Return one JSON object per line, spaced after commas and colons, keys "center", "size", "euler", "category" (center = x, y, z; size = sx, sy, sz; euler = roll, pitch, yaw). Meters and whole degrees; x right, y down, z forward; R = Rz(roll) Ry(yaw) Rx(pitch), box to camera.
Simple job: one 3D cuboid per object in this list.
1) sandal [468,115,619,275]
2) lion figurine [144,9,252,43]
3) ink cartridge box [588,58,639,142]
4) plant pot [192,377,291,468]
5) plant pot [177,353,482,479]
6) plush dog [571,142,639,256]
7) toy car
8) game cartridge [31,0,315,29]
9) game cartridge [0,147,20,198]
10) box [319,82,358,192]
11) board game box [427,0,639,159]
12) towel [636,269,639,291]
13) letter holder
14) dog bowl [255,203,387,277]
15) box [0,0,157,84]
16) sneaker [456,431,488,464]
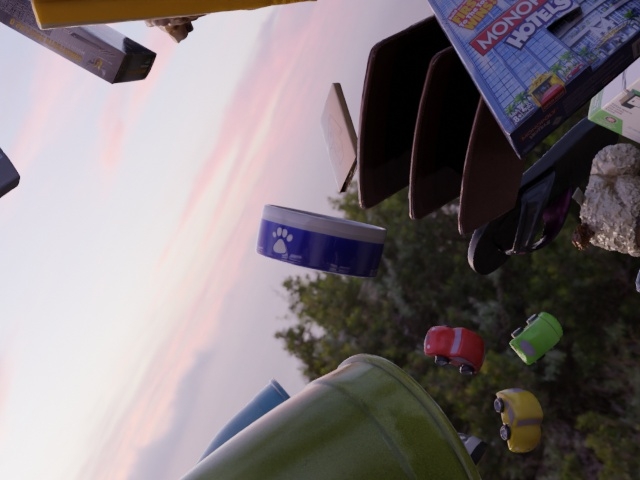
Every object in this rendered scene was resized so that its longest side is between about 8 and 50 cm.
{"center": [0.496, -0.083, 1.917], "size": [0.446, 0.167, 0.107], "euler": [-50, 47, 16], "category": "sandal"}
{"center": [-0.192, -0.492, 1.692], "size": [0.392, 0.240, 0.142], "euler": [6, 114, 61], "category": "lion figurine"}
{"center": [0.638, -0.279, 1.637], "size": [0.219, 0.160, 0.092], "euler": [128, 163, -69], "category": "ink cartridge box"}
{"center": [-0.100, 0.425, 1.504], "size": [0.255, 0.271, 0.271], "euler": [-37, -3, -10], "category": "plant pot"}
{"center": [-0.034, 0.371, 1.062], "size": [0.366, 0.353, 0.366], "euler": [41, 140, 46], "category": "plant pot"}
{"center": [0.650, -0.043, 1.746], "size": [0.210, 0.225, 0.262], "euler": [-44, -52, -39], "category": "plush dog"}
{"center": [0.309, 0.181, 1.357], "size": [0.225, 0.239, 0.053], "euler": [-36, -9, -29], "category": "toy car"}
{"center": [-0.171, -0.361, 1.014], "size": [0.052, 0.324, 0.285], "euler": [90, 168, -49], "category": "game cartridge"}
{"center": [-0.710, -0.164, 1.579], "size": [0.062, 0.297, 0.198], "euler": [-50, 0, 41], "category": "game cartridge"}
{"center": [0.044, -0.234, 1.992], "size": [0.164, 0.021, 0.201], "euler": [114, 143, -60], "category": "box"}
{"center": [0.210, -0.216, 0.882], "size": [0.194, 0.194, 0.060], "euler": [-41, -32, 4], "category": "board game box"}
{"center": [0.680, -0.006, 1.330], "size": [0.320, 0.374, 0.090], "euler": [-60, 39, 18], "category": "towel"}
{"center": [0.177, -0.152, 1.230], "size": [0.214, 0.152, 0.302], "euler": [-29, -37, -26], "category": "letter holder"}
{"center": [0.000, 0.000, 1.807], "size": [0.265, 0.265, 0.104], "euler": [-103, 25, -86], "category": "dog bowl"}
{"center": [-0.401, -0.338, 1.423], "size": [0.056, 0.231, 0.183], "euler": [-61, 3, 14], "category": "box"}
{"center": [0.136, 0.296, 1.272], "size": [0.124, 0.178, 0.295], "euler": [-54, -10, -16], "category": "sneaker"}
